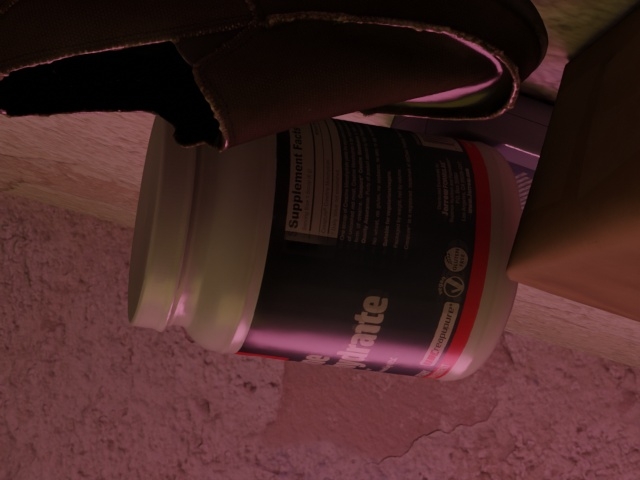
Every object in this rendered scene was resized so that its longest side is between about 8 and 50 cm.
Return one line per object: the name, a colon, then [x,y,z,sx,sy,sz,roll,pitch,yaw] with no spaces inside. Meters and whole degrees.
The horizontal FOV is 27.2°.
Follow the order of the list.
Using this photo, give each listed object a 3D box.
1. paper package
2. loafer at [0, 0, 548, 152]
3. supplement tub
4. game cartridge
paper package: [0.306,-0.024,0.803,0.309,0.168,0.325,18,171,-5]
loafer: [-0.044,-0.103,0.791,0.366,0.130,0.134,4,156,-7]
supplement tub: [0.000,0.000,1.013,0.272,0.191,0.191,8,174,-12]
game cartridge: [0.160,-0.072,1.182,0.198,0.062,0.297,22,171,-7]
